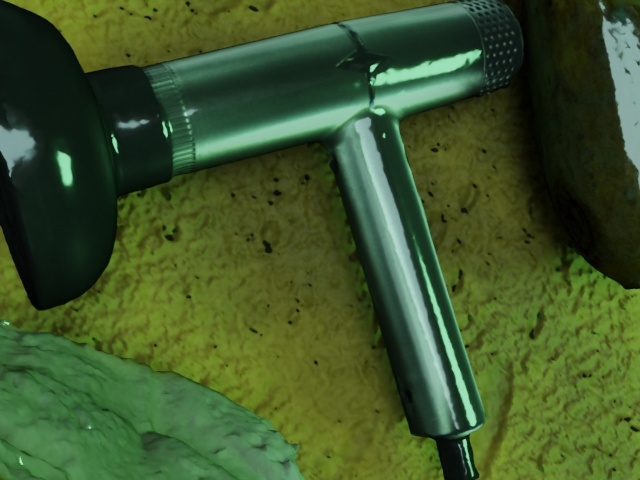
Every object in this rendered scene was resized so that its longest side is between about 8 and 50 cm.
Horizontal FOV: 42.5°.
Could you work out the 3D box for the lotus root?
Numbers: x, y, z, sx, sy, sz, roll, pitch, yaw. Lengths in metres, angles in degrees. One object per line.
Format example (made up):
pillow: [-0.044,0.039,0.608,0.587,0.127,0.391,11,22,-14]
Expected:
lotus root: [0.192,-0.086,0.501,0.124,0.123,0.241,-10,89,18]

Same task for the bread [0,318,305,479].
bread: [-0.135,0.194,0.350,0.250,0.225,0.279,26,87,-18]

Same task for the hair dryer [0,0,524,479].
hair dryer: [-0.009,0.000,0.436,0.320,0.156,0.284,-8,73,-20]
